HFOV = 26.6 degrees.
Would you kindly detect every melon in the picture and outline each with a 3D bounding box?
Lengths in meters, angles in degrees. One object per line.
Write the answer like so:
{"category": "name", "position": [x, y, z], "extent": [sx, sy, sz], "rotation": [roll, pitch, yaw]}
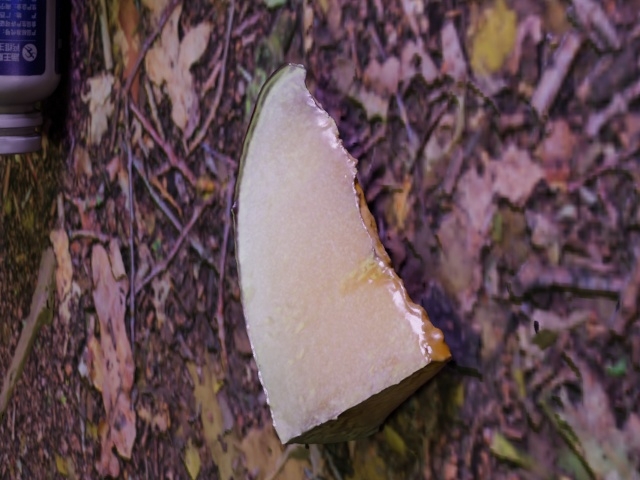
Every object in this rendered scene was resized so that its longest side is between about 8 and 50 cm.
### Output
{"category": "melon", "position": [-0.003, 0.006, 0.678], "extent": [0.098, 0.054, 0.182], "rotation": [-48, 55, 40]}

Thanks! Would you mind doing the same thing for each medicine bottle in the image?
{"category": "medicine bottle", "position": [-0.236, -0.160, 0.953], "extent": [0.107, 0.107, 0.191], "rotation": [19, 109, 54]}
